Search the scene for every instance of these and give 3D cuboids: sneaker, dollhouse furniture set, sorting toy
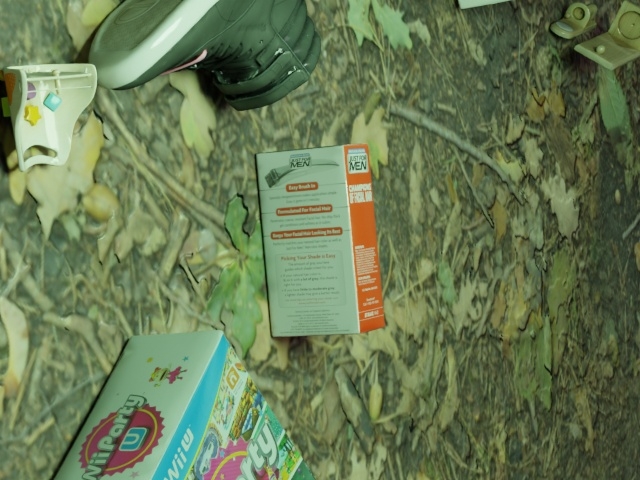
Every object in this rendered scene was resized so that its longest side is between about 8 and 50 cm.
[{"bbox_3d":[-0.079,-0.157,1.285,0.147,0.105,0.296,65,32,-22],"label":"sneaker"},{"bbox_3d":[0.365,-0.326,2.022,0.123,0.144,0.151,-28,147,-57],"label":"dollhouse furniture set"},{"bbox_3d":[-0.202,-0.088,1.137,0.083,0.045,0.075,-15,107,-59],"label":"sorting toy"}]

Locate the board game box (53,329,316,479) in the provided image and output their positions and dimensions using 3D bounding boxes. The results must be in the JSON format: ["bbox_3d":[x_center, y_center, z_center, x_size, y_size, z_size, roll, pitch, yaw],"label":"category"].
[{"bbox_3d":[-0.089,0.254,1.231,0.303,0.097,0.224,60,39,-35],"label":"board game box"}]

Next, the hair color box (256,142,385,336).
[{"bbox_3d":[0.000,0.000,1.413,0.053,0.093,0.167,-10,96,-60],"label":"hair color box"}]

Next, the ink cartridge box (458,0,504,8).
[{"bbox_3d":[0.267,-0.378,1.775,0.168,0.233,0.171,-41,120,-56],"label":"ink cartridge box"}]
